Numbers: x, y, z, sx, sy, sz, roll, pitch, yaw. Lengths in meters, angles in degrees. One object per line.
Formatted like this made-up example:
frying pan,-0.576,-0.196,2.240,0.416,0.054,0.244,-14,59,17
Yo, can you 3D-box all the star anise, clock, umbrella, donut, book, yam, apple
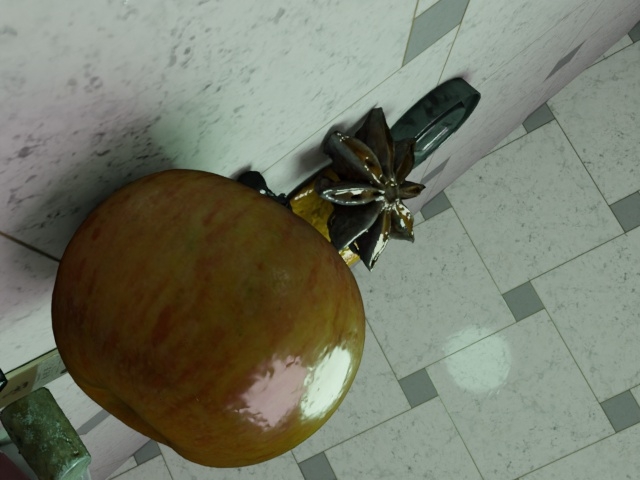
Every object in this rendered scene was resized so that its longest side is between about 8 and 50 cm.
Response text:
star anise,0.101,-0.103,1.200,0.118,0.331,0.332,3,-157,42
clock,0.265,-0.277,1.494,0.319,0.066,0.319,-39,170,-8
umbrella,-0.070,0.008,1.101,0.113,0.106,0.357,-41,145,-13
donut,0.000,0.000,1.452,0.378,0.163,0.435,-41,169,7
book,-0.520,0.247,1.072,0.199,0.016,0.138,-29,165,-44
yam,-0.537,0.399,1.163,0.107,0.194,0.107,-37,171,-7
apple,-0.144,0.110,0.768,0.333,0.401,0.400,-60,173,-11

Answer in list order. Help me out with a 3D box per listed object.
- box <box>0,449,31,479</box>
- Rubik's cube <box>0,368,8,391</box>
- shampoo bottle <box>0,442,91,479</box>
box,-0.584,0.437,0.950,0.193,0.294,0.167,-47,178,38
Rubik's cube,-0.414,0.118,0.466,0.182,0.187,0.184,-44,171,15
shampoo bottle,-0.655,0.575,1.266,0.273,0.273,0.266,-40,179,2
